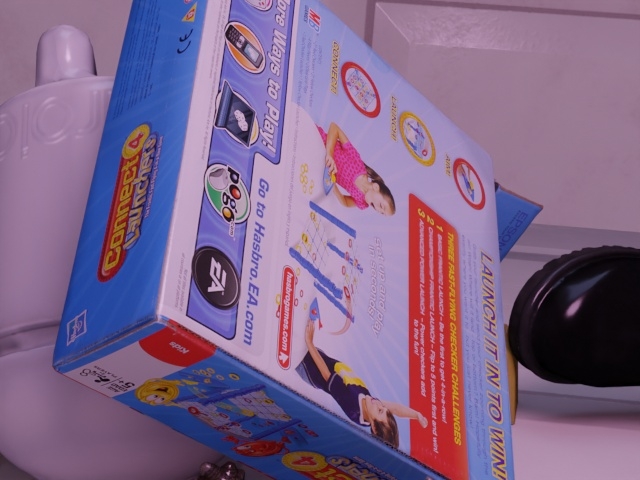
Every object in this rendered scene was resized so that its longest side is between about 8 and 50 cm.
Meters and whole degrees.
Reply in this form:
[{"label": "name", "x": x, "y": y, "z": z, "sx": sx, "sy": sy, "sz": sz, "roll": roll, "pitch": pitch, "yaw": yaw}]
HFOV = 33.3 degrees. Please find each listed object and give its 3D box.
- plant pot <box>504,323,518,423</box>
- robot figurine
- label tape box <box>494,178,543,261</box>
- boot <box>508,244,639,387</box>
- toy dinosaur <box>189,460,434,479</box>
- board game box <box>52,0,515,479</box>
[{"label": "plant pot", "x": 0.153, "y": 0.121, "z": 1.034, "sx": 0.081, "sy": 0.083, "sz": 0.081, "roll": 7, "pitch": 9, "yaw": 12}, {"label": "robot figurine", "x": -0.143, "y": 0.024, "z": 0.761, "sx": 0.300, "sy": 0.353, "sz": 0.200, "roll": -4, "pitch": -19, "yaw": -5}, {"label": "label tape box", "x": 0.014, "y": -0.010, "z": 1.005, "sx": 0.333, "sy": 0.241, "sz": 0.106, "roll": 18, "pitch": 25, "yaw": -42}, {"label": "boot", "x": 0.371, "y": 0.086, "z": 0.944, "sx": 0.348, "sy": 0.131, "sz": 0.260, "roll": -4, "pitch": 12, "yaw": -20}, {"label": "toy dinosaur", "x": 0.012, "y": 0.188, "z": 0.532, "sx": 0.313, "sy": 0.121, "sz": 0.160, "roll": 8, "pitch": 19, "yaw": -14}, {"label": "board game box", "x": 0.000, "y": 0.000, "z": 0.691, "sx": 0.086, "sy": 0.308, "sz": 0.302, "roll": -26, "pitch": -46, "yaw": 33}]
